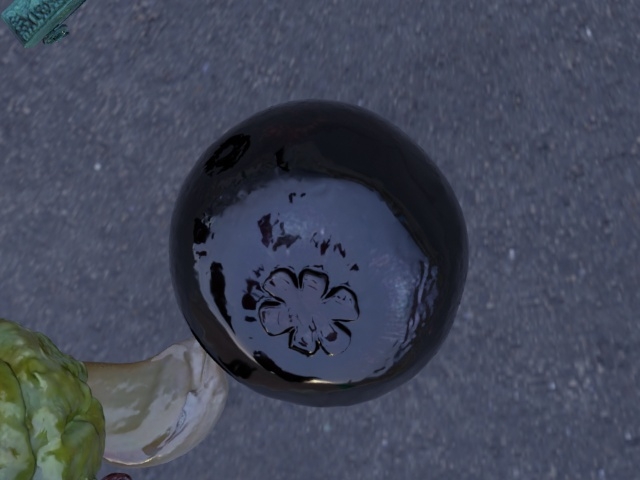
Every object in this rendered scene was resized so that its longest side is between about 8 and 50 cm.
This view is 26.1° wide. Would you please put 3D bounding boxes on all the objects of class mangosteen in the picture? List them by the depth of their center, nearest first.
[{"bbox_3d":[0.000,0.000,1.732,0.382,0.435,0.382,1,112,3],"label":"mangosteen"}]

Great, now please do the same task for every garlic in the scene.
[{"bbox_3d":[-0.239,0.231,1.992,0.338,0.151,0.196,-18,104,40],"label":"garlic"}]

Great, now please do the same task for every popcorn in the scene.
[{"bbox_3d":[-0.227,0.115,0.823,0.198,0.198,0.212,-38,112,20],"label":"popcorn"}]

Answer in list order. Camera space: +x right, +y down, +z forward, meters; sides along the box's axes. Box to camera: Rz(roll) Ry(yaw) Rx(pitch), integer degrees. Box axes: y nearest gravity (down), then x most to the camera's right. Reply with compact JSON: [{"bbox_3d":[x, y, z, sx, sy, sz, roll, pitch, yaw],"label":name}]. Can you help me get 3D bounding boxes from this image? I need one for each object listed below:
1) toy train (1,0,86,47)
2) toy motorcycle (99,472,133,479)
[{"bbox_3d":[-0.336,-0.312,1.766,0.172,0.099,0.070,-40,89,18],"label":"toy train"},{"bbox_3d":[-0.287,0.410,1.901,0.082,0.122,0.213,4,118,-31],"label":"toy motorcycle"}]
